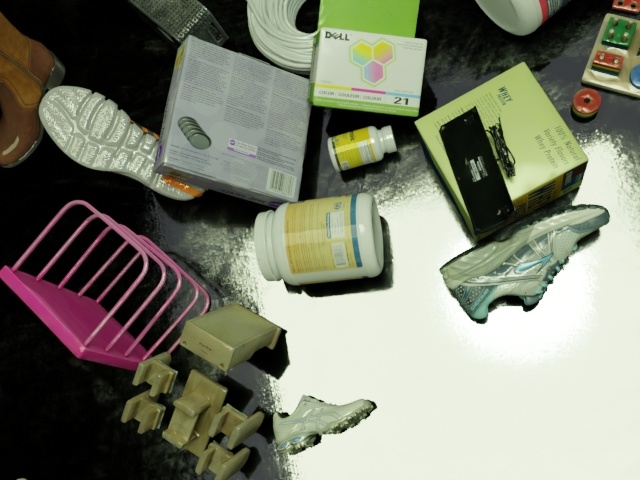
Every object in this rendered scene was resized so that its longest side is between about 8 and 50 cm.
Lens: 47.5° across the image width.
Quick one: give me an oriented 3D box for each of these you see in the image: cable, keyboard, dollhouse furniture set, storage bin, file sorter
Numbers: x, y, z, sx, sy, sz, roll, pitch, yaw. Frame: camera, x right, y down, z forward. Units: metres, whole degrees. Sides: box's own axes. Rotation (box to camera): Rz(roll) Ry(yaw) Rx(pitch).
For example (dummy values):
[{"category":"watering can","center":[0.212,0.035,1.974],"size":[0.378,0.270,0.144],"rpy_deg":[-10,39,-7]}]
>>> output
[{"category":"cable","center":[-0.012,-0.435,1.379],"size":[0.257,0.089,0.257],"rpy_deg":[-15,75,9]},{"category":"keyboard","center":[0.258,-0.112,1.127],"size":[0.100,0.038,0.192],"rpy_deg":[-26,71,32]},{"category":"dollhouse furniture set","center":[-0.185,0.248,1.257],"size":[0.212,0.161,0.242],"rpy_deg":[27,107,18]},{"category":"storage bin","center":[-0.282,-0.436,1.427],"size":[0.180,0.122,0.084],"rpy_deg":[42,89,19]},{"category":"file sorter","center":[-0.341,0.083,1.233],"size":[0.202,0.291,0.182],"rpy_deg":[39,85,19]}]

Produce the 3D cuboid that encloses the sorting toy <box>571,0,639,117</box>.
[{"category":"sorting toy","center":[0.537,-0.328,1.239],"size":[0.132,0.046,0.275],"rpy_deg":[21,82,17]}]

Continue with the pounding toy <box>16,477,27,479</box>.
[{"category":"pounding toy","center":[-0.458,0.487,1.232],"size":[0.269,0.155,0.154],"rpy_deg":[19,86,17]}]

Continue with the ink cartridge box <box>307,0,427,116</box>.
[{"category":"ink cartridge box","center":[0.085,-0.353,1.259],"size":[0.188,0.097,0.255],"rpy_deg":[5,100,-7]}]

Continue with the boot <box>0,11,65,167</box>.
[{"category":"boot","center":[-0.629,-0.299,1.396],"size":[0.096,0.280,0.264],"rpy_deg":[26,84,18]}]

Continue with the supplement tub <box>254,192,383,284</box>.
[{"category":"supplement tub","center":[0.000,0.000,1.241],"size":[0.199,0.144,0.145],"rpy_deg":[-6,75,12]}]

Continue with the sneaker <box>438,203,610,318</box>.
[{"category":"sneaker","center":[0.344,0.033,1.187],"size":[0.283,0.110,0.122],"rpy_deg":[-26,90,9]}]

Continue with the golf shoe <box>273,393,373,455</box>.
[{"category":"golf shoe","center":[-0.002,0.290,1.217],"size":[0.176,0.069,0.086],"rpy_deg":[-25,66,6]}]

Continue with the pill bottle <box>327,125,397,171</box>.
[{"category":"pill bottle","center":[0.076,-0.168,1.305],"size":[0.116,0.065,0.065],"rpy_deg":[-14,74,10]}]

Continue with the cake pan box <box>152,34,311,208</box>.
[{"category":"cake pan box","center":[-0.141,-0.202,1.284],"size":[0.266,0.070,0.246],"rpy_deg":[14,74,-26]}]

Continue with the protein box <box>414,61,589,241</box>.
[{"category":"protein box","center":[0.297,-0.142,1.207],"size":[0.201,0.136,0.200],"rpy_deg":[-29,71,6]}]

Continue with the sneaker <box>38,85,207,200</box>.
[{"category":"sneaker","center":[-0.355,-0.162,1.334],"size":[0.321,0.180,0.125],"rpy_deg":[31,86,-10]}]

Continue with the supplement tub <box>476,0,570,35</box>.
[{"category":"supplement tub","center":[0.395,-0.503,1.239],"size":[0.272,0.191,0.191],"rpy_deg":[-39,71,2]}]
